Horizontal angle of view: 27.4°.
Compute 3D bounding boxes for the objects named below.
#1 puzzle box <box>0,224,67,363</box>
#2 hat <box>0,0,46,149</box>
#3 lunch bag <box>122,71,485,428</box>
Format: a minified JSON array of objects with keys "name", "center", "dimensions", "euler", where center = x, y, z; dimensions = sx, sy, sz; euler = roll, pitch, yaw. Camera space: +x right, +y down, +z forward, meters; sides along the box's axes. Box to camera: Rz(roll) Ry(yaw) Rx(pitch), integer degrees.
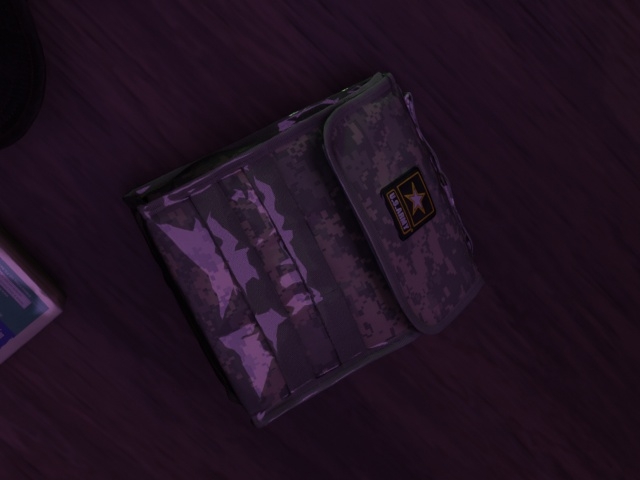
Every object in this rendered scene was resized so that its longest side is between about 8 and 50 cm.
[{"name":"puzzle box","center":[-0.467,-0.001,1.186],"dimensions":[0.272,0.052,0.409],"euler":[-39,106,6]},{"name":"hat","center":[-0.326,-0.242,1.101],"dimensions":[0.331,0.331,0.134],"euler":[50,53,-15]},{"name":"lunch bag","center":[0.000,0.000,1.227],"dimensions":[0.287,0.169,0.235],"euler":[-28,102,-11]}]
